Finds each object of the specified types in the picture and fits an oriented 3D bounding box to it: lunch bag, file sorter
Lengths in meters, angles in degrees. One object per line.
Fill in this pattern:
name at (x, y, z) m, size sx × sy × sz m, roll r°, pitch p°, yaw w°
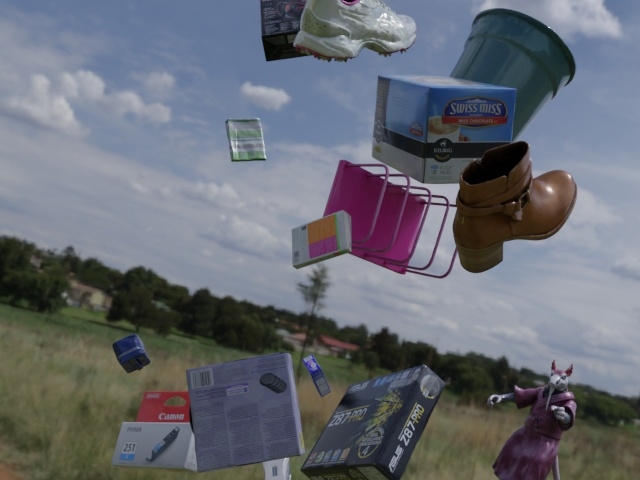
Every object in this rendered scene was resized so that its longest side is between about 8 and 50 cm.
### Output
lunch bag at (-0.452, 0.278, 1.806) m, size 0.067 × 0.065 × 0.098 m, roll -25°, pitch -27°, yaw -8°
file sorter at (0.178, -0.045, 1.770) m, size 0.290 × 0.202 × 0.182 m, roll 22°, pitch -8°, yaw -36°

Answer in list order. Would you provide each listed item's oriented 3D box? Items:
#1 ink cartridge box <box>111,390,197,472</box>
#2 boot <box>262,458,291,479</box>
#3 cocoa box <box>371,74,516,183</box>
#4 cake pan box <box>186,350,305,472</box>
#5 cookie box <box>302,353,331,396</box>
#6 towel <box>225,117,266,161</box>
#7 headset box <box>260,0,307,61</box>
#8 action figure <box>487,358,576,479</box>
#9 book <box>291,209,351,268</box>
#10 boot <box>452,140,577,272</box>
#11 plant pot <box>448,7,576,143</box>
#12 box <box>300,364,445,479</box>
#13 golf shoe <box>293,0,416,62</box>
ink cartridge box at (-0.491, 0.583, 2.342) m, size 0.296 × 0.261 × 0.066 m, roll -7°, pitch -33°, yaw 28°
boot at (-0.105, 0.594, 1.869) m, size 0.069 × 0.086 × 0.190 m, roll -10°, pitch 22°, yaw 5°
cocoa box at (0.294, -0.286, 1.870) m, size 0.231 × 0.228 × 0.347 m, roll -2°, pitch 17°, yaw -16°
cake pan box at (-0.184, 0.409, 1.789) m, size 0.267 × 0.246 × 0.070 m, roll -12°, pitch -15°, yaw 4°
cookie box at (-0.012, 0.440, 2.447) m, size 0.092 × 0.040 × 0.107 m, roll 50°, pitch -16°, yaw 59°
towel at (-0.231, -0.314, 2.330) m, size 0.113 × 0.152 × 0.023 m, roll -5°, pitch -24°, yaw -13°
headset box at (-0.104, -0.788, 2.723) m, size 0.218 × 0.293 × 0.110 m, roll -8°, pitch -43°, yaw 1°
action figure at (0.598, 0.497, 1.969) m, size 0.276 × 0.370 × 0.248 m, roll 22°, pitch 3°, yaw -28°
book at (0.000, 0.000, 1.680) m, size 0.144 × 0.096 × 0.035 m, roll -18°, pitch -31°, yaw 28°
boot at (0.332, -0.092, 1.265) m, size 0.109 × 0.283 × 0.220 m, roll 48°, pitch -19°, yaw 39°
plant pot at (0.506, -0.429, 2.186) m, size 0.341 × 0.334 × 0.341 m, roll 33°, pitch -10°, yaw 6°
box at (0.141, 0.521, 2.077) m, size 0.097 × 0.318 × 0.395 m, roll 44°, pitch -33°, yaw -10°
golf shoe at (0.081, -0.403, 1.351) m, size 0.115 × 0.140 × 0.306 m, roll 24°, pitch 30°, yaw 33°
